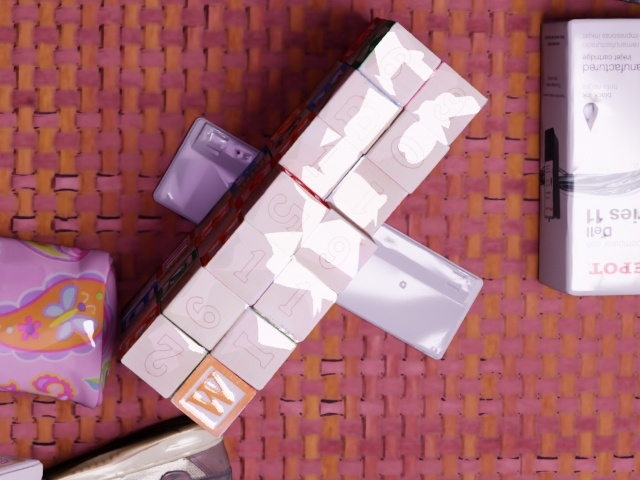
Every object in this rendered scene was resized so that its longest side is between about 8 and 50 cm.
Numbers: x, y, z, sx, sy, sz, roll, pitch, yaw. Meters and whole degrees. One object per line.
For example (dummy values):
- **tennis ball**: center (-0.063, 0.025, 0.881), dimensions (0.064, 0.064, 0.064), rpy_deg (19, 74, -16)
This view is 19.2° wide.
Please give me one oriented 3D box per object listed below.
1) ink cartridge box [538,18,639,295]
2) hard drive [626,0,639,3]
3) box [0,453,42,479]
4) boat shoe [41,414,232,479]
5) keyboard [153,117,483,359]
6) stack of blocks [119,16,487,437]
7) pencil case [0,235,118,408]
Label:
- **ink cartridge box**: center (0.248, -0.063, 1.428), dimensions (0.153, 0.087, 0.208), rpy_deg (-2, 96, -7)
- **hard drive**: center (0.214, -0.346, 1.363), dimensions (0.237, 0.064, 0.339), rpy_deg (4, 100, -32)
- **box**: center (-0.306, 0.202, 1.317), dimensions (0.203, 0.103, 0.114), rpy_deg (5, 95, 26)
- **boat shoe**: center (-0.170, 0.196, 1.396), dimensions (0.224, 0.080, 0.073), rpy_deg (-22, 92, -10)
- **keyboard**: center (0.000, 0.000, 1.439), dimensions (0.256, 0.014, 0.072), rpy_deg (30, 95, -9)
- **stack of blocks**: center (-0.015, -0.017, 1.340), dimensions (0.087, 0.171, 0.297), rpy_deg (40, 93, -10)
- **pencil case**: center (-0.288, 0.052, 1.352), dimensions (0.284, 0.124, 0.124), rpy_deg (4, 94, -7)
